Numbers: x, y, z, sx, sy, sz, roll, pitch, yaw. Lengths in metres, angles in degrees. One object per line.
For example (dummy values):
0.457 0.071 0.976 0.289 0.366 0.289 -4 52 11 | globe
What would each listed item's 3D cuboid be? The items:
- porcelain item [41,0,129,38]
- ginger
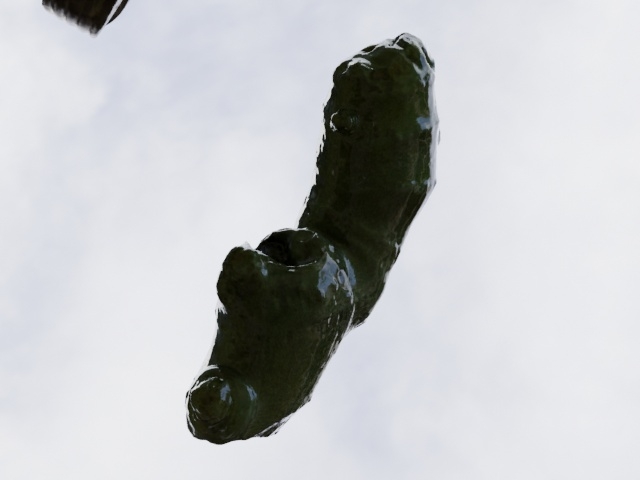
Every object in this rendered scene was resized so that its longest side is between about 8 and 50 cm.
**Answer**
-0.071 -0.166 0.678 0.084 0.213 0.054 27 -40 -2 | porcelain item
-0.001 0.005 0.930 0.290 0.137 0.089 -55 -137 -1 | ginger
